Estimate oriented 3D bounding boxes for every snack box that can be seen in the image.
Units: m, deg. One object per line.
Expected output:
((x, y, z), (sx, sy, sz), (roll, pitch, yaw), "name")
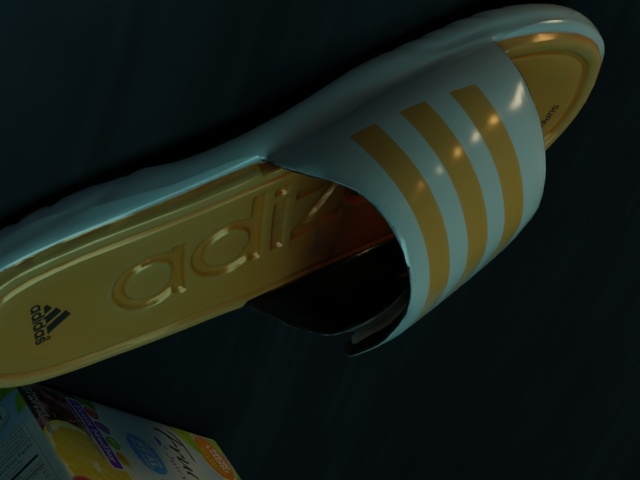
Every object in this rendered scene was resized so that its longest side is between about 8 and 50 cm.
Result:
((-0.064, 0.110, 0.683), (0.037, 0.100, 0.141), (-44, 148, 11), "snack box")

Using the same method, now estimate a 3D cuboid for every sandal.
((-0.001, 0.007, 0.629), (0.265, 0.076, 0.102), (-25, 148, -18), "sandal")
